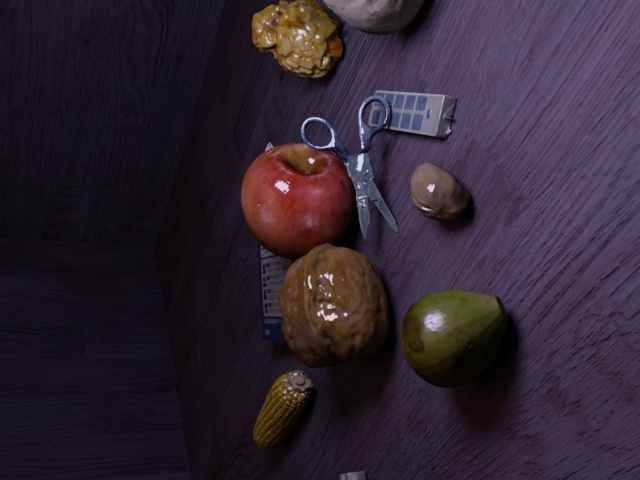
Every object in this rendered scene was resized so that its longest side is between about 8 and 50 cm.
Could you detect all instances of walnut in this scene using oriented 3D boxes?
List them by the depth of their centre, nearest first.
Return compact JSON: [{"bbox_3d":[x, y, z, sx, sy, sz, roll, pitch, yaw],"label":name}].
[{"bbox_3d":[0.036,0.172,1.616,0.306,0.306,0.344,-37,55,55],"label":"walnut"}]

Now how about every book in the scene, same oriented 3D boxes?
[{"bbox_3d":[-0.142,0.146,2.079,0.300,0.039,0.428,-10,81,58],"label":"book"}]

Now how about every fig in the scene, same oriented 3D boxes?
[{"bbox_3d":[0.278,0.202,1.242,0.230,0.207,0.207,-47,46,51],"label":"fig"}]

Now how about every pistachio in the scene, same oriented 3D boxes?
[{"bbox_3d":[0.278,-0.117,1.394,0.185,0.124,0.124,-107,34,-47],"label":"pistachio"}]

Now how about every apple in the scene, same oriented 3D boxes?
[{"bbox_3d":[-0.071,-0.112,1.793,0.364,0.364,0.364,-17,71,60],"label":"apple"}]

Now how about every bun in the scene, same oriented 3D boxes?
[{"bbox_3d":[0.143,-0.715,1.521,0.211,0.360,0.360,-31,58,48],"label":"bun"}]

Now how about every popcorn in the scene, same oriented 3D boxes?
[{"bbox_3d":[-0.072,-0.698,1.974,0.225,0.332,0.265,91,-161,-61],"label":"popcorn"}]

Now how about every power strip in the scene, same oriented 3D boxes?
[{"bbox_3d":[0.240,-0.344,1.571,0.367,0.043,0.106,30,112,60],"label":"power strip"}]

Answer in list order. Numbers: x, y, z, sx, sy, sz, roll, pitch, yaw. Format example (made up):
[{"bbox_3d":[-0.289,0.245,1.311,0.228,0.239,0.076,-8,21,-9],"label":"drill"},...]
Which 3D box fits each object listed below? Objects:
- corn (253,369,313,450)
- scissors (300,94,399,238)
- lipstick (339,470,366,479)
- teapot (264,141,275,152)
[{"bbox_3d":[-0.138,0.592,2.031,0.387,0.144,0.144,-60,36,37],"label":"corn"},{"bbox_3d":[0.116,-0.192,1.618,0.029,0.256,0.383,-11,-98,-82],"label":"scissors"},{"bbox_3d":[0.106,0.772,1.603,0.077,0.079,0.253,-42,50,52],"label":"lipstick"},{"bbox_3d":[-0.120,-0.224,2.124,0.208,0.166,0.299,-42,39,37],"label":"teapot"}]
